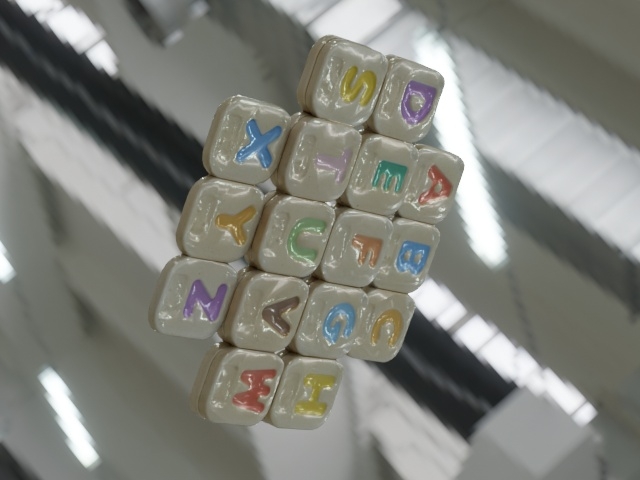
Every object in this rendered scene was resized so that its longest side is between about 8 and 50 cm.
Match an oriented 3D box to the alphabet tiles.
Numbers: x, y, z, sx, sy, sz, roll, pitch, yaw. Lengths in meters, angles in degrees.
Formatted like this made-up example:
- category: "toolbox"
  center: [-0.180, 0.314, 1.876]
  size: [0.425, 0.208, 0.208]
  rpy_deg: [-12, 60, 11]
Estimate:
- category: "alphabet tiles"
  center: [0.000, 0.000, 1.420]
  size: [0.021, 0.284, 0.278]
  rpy_deg: [24, 7, 38]
